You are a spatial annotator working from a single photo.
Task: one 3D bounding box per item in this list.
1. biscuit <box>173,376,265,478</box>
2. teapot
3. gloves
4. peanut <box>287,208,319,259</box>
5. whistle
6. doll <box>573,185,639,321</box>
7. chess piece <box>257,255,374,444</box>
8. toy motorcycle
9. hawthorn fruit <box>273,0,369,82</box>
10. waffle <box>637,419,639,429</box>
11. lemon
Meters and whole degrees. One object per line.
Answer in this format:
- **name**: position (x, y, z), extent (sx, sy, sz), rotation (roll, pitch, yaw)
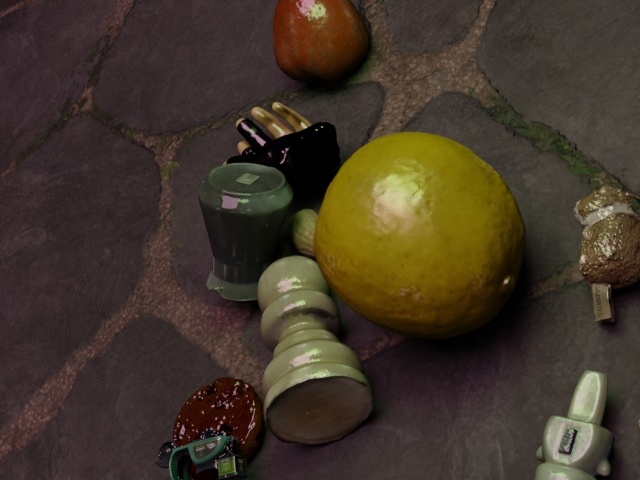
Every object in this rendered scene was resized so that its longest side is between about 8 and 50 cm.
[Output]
- **biscuit**: position (-0.179, 0.331, 1.831), extent (0.192, 0.049, 0.192), rotation (-21, 52, 29)
- **teapot**: position (-0.134, -0.021, 1.915), extent (0.171, 0.225, 0.203), rotation (19, 31, 23)
- **gloves**: position (-0.089, -0.171, 2.045), extent (0.197, 0.152, 0.301), rotation (-32, 37, -19)
- **peanut**: position (0.000, 0.000, 1.921), extent (0.082, 0.082, 0.187), rotation (-49, 46, -5)
- **whistle**: position (0.361, 0.302, 1.473), extent (0.110, 0.092, 0.244), rotation (5, 64, 37)
- **doll**: position (0.445, 0.015, 1.603), extent (0.115, 0.105, 0.221), rotation (-2, 57, 24)
- **chess piece**: position (-0.029, 0.166, 1.780), extent (0.182, 0.182, 0.330), rotation (-29, 43, 13)
- **toy motorcycle**: position (-0.207, 0.375, 1.758), extent (0.173, 0.058, 0.100), rotation (-20, 62, 24)
- **hawthorn fruit**: position (-0.011, -0.448, 2.119), extent (0.199, 0.251, 0.199), rotation (-13, 27, 6)
- **waffle**: position (0.496, 0.269, 1.455), extent (0.092, 0.021, 0.135), rotation (-25, 50, 16)
- **lemon**: position (0.159, -0.006, 1.655), extent (0.348, 0.348, 0.348), rotation (-17, 52, 23)
